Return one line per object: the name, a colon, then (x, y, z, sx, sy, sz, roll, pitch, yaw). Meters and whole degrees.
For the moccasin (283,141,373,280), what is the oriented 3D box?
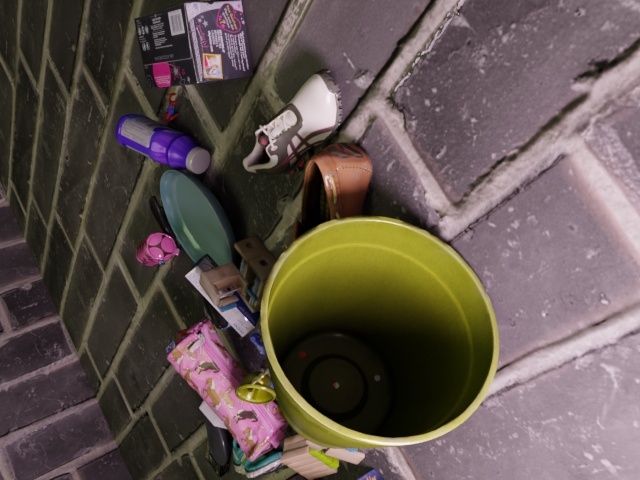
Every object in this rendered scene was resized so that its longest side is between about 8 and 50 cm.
moccasin: (0.002, 0.002, 1.207, 0.139, 0.147, 0.380, 44, 137, 32)

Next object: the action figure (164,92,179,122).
action figure: (-0.393, -0.342, 1.674, 0.038, 0.030, 0.115, 66, 150, 15)

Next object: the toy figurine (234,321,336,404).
toy figurine: (-0.071, 0.242, 1.480, 0.362, 0.191, 0.217, 132, 142, -55)

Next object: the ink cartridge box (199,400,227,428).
ink cartridge box: (-0.282, 0.506, 1.857, 0.088, 0.122, 0.052, 33, 87, 41)

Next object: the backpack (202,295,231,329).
backpack: (-0.248, 0.172, 1.681, 0.105, 0.084, 0.114, -20, 86, 54)

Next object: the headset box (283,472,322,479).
headset box: (-0.109, 0.753, 1.599, 0.110, 0.293, 0.218, 13, 115, 51)

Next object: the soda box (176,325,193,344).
soda box: (-0.330, 0.364, 1.887, 0.263, 0.083, 0.092, 37, 133, 38)

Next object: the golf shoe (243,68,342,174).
golf shoe: (-0.051, -0.208, 1.204, 0.105, 0.120, 0.273, 59, 142, 18)

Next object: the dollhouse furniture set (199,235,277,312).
dollhouse furniture set: (-0.206, 0.096, 1.501, 0.129, 0.184, 0.129, 49, 140, 28)

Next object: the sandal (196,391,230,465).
sandal: (-0.328, 0.587, 2.032, 0.097, 0.055, 0.254, -33, 70, 47)

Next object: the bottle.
bottle: (-0.407, -0.250, 1.655, 0.283, 0.118, 0.092, 26, 108, 31)

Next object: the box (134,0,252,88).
box: (-0.277, -0.424, 1.381, 0.247, 0.142, 0.163, 12, 115, 49)

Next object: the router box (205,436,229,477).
router box: (-0.341, 0.714, 2.112, 0.092, 0.038, 0.122, 41, 136, 34)

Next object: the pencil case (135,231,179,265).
pencil case: (-0.498, 0.032, 1.928, 0.209, 0.098, 0.095, 170, 109, -65)

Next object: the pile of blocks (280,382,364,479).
pile of blocks: (0.043, 0.407, 1.415, 0.362, 0.149, 0.112, -54, 20, 40)

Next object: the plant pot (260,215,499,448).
plant pot: (0.062, 0.205, 1.096, 0.366, 0.367, 0.353, 55, 154, 20)

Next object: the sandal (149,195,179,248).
sandal: (-0.461, -0.058, 1.903, 0.067, 0.040, 0.179, 16, 134, 55)

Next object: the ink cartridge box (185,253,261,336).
ink cartridge box: (-0.238, 0.134, 1.574, 0.046, 0.097, 0.207, -38, 100, 15)

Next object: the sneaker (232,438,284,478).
sneaker: (-0.185, 0.607, 1.802, 0.275, 0.107, 0.109, -21, 80, 55)

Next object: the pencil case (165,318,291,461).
pencil case: (-0.236, 0.392, 1.670, 0.160, 0.167, 0.386, -44, 77, 8)

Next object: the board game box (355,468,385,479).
board game box: (0.055, 0.642, 1.437, 0.042, 0.165, 0.243, 39, 134, 37)

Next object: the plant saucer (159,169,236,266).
plant saucer: (-0.313, -0.046, 1.660, 0.318, 0.044, 0.317, 35, 143, 32)
